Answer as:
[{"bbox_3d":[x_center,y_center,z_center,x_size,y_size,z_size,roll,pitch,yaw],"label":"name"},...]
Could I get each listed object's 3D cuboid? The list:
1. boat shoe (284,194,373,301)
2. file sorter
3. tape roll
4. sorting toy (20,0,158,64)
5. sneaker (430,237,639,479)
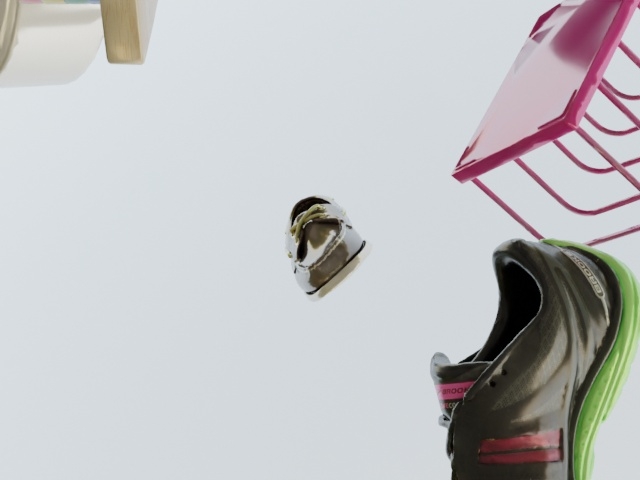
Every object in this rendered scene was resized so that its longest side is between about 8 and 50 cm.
[{"bbox_3d":[0.000,0.000,1.402,0.116,0.324,0.097,-38,-82,6],"label":"boat shoe"},{"bbox_3d":[0.333,-0.155,1.184,0.202,0.182,0.291,-26,-151,58],"label":"file sorter"},{"bbox_3d":[-0.323,-0.300,1.034,0.286,0.100,0.286,15,-71,49],"label":"tape roll"},{"bbox_3d":[-0.160,-0.287,0.662,0.089,0.257,0.255,-1,-143,-3],"label":"sorting toy"},{"bbox_3d":[0.190,0.215,1.061,0.202,0.185,0.483,24,-113,-11],"label":"sneaker"}]
